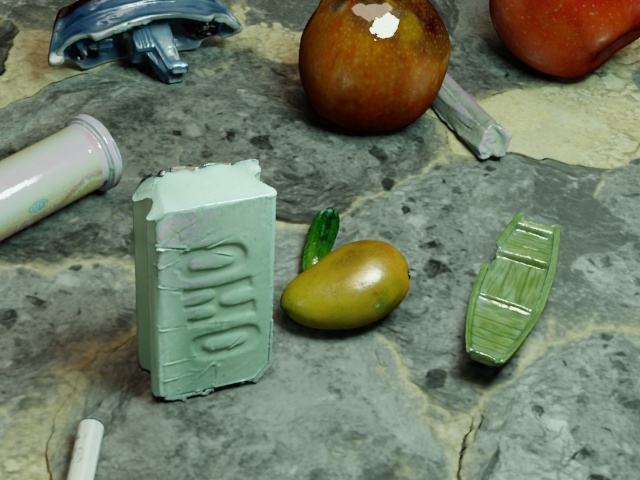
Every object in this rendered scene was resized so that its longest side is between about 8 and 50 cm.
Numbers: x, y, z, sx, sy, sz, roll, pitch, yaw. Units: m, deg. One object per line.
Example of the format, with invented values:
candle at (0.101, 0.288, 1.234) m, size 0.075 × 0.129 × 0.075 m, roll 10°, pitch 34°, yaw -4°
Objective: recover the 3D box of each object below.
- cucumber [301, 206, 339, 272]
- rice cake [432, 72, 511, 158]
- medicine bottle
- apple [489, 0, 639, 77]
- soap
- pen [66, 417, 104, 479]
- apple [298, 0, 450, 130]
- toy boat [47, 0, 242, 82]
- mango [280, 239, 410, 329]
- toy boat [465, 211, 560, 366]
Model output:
cucumber at (0.000, 0.000, 1.764) m, size 0.039 × 0.039 × 0.168 m, roll 11°, pitch 42°, yaw 4°
rice cake at (0.199, -0.211, 2.034) m, size 0.049 × 0.055 × 0.270 m, roll -10°, pitch 41°, yaw -27°
medicine bottle at (-0.442, -0.026, 1.676) m, size 0.108 × 0.108 × 0.426 m, roll 34°, pitch 48°, yaw 28°
apple at (0.401, -0.383, 2.119) m, size 0.260 × 0.260 × 0.216 m, roll -27°, pitch 73°, yaw -34°
soap at (-0.131, 0.048, 1.520) m, size 0.150 × 0.261 × 0.094 m, roll -8°, pitch 33°, yaw -16°
pen at (-0.257, 0.288, 1.384) m, size 0.033 × 0.033 × 0.269 m, roll 5°, pitch 40°, yaw -3°
apple at (0.079, -0.277, 1.969) m, size 0.230 × 0.230 × 0.230 m, roll 5°, pitch 40°, yaw -4°
toy boat at (-0.262, -0.302, 2.024) m, size 0.309 × 0.129 × 0.142 m, roll -14°, pitch 73°, yaw -24°
mango at (0.036, 0.060, 1.662) m, size 0.163 × 0.089 × 0.111 m, roll -34°, pitch 43°, yaw -27°
toy boat at (0.237, 0.072, 1.703) m, size 0.093 × 0.055 × 0.293 m, roll 18°, pitch 40°, yaw 11°
